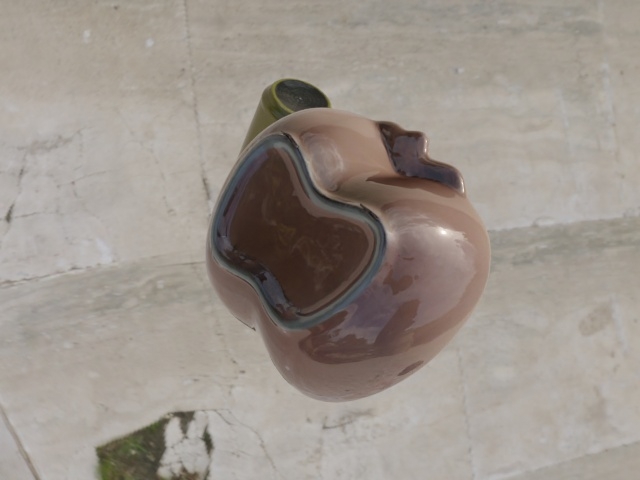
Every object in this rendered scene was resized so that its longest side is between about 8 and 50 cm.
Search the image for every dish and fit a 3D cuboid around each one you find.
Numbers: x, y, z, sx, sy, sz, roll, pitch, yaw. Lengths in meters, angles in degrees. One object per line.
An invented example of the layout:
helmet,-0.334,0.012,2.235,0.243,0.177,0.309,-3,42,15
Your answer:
dish,0.000,0.000,0.619,0.090,0.213,0.213,18,77,-58

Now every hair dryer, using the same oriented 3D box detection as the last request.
hair dryer,-0.024,-0.049,1.015,0.090,0.135,0.279,7,44,-23
